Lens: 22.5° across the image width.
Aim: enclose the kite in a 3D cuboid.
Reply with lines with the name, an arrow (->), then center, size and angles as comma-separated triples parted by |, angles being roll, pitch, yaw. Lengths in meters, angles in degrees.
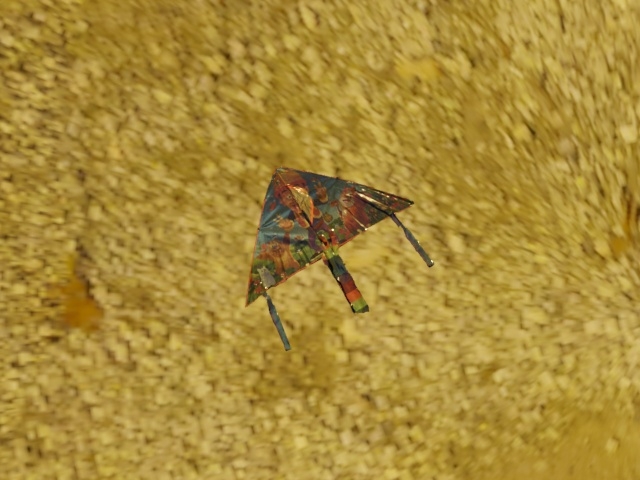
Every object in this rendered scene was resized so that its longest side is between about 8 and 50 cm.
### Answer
kite -> 0.000, 0.000, 1.473 | 0.183, 0.010, 0.160 | -31, 99, 3
